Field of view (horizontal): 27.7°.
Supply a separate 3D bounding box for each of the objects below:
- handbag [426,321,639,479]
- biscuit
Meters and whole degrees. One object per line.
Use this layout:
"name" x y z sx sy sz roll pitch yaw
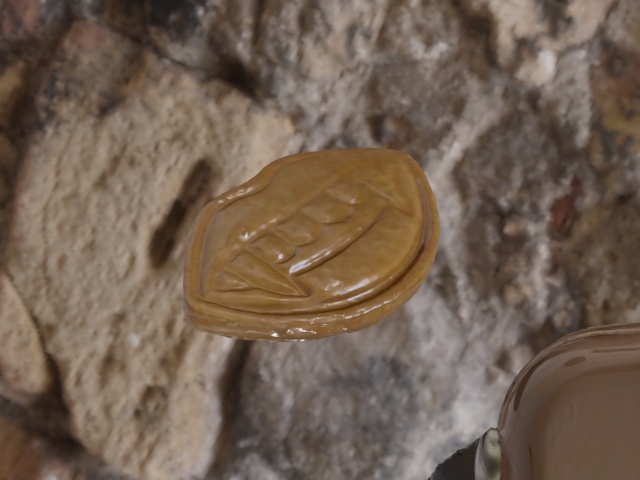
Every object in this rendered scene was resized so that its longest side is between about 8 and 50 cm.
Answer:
"handbag" 0.180 0.190 0.723 0.149 0.283 0.302 1 89 -72
"biscuit" 0.000 0.000 0.835 0.221 0.142 0.029 -32 147 -38
